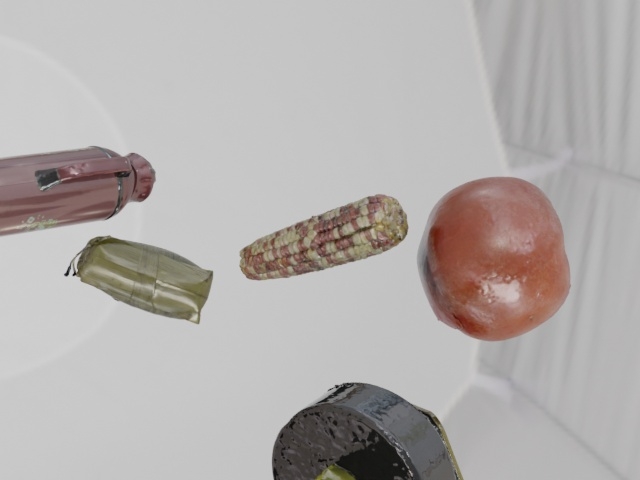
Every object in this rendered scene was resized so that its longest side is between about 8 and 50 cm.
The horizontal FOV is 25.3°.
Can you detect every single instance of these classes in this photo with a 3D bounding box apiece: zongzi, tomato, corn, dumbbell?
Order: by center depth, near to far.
[{"bbox_3d":[-0.024,0.295,1.431,0.322,0.204,0.203,-30,156,-49],"label":"dumbbell"},{"bbox_3d":[0.216,0.025,1.822,0.208,0.184,0.208,164,-90,-83],"label":"tomato"},{"bbox_3d":[0.000,0.000,1.849,0.237,0.079,0.079,-15,-127,26],"label":"corn"},{"bbox_3d":[-0.269,0.046,2.103,0.204,0.205,0.094,-156,-95,-80],"label":"zongzi"}]

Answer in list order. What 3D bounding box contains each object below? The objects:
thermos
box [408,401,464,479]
[{"bbox_3d":[-0.360,-0.082,1.983,0.109,0.330,0.136,46,-54,27],"label":"thermos"},{"bbox_3d":[0.130,0.332,1.945,0.201,0.090,0.144,68,-16,-12],"label":"box"}]
